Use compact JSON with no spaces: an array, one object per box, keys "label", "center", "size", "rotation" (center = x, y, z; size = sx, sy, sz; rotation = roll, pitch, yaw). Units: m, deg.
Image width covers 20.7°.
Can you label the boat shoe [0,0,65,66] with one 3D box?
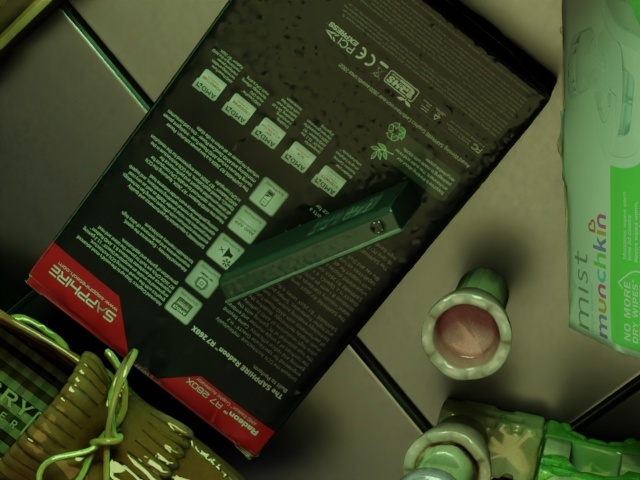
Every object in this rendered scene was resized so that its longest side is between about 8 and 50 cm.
[{"label":"boat shoe","center":[-0.251,-0.179,1.349],"size":[0.207,0.073,0.073],"rotation":[-40,95,18]}]

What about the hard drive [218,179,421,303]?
[{"label":"hard drive","center":[0.000,0.000,1.234],"size":[0.135,0.094,0.022],"rotation":[-22,98,16]}]

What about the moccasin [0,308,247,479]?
[{"label":"moccasin","center":[-0.191,0.144,1.341],"size":[0.380,0.147,0.139],"rotation":[38,72,19]}]

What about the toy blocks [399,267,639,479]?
[{"label":"toy blocks","center":[0.189,0.211,1.260],"size":[0.289,0.260,0.309],"rotation":[12,106,8]}]

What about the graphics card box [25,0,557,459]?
[{"label":"graphics card box","center":[-0.025,-0.046,1.326],"size":[0.233,0.094,0.371],"rotation":[38,110,1]}]

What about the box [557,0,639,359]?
[{"label":"box","center":[0.288,-0.070,1.185],"size":[0.231,0.127,0.262],"rotation":[-9,105,-24]}]
